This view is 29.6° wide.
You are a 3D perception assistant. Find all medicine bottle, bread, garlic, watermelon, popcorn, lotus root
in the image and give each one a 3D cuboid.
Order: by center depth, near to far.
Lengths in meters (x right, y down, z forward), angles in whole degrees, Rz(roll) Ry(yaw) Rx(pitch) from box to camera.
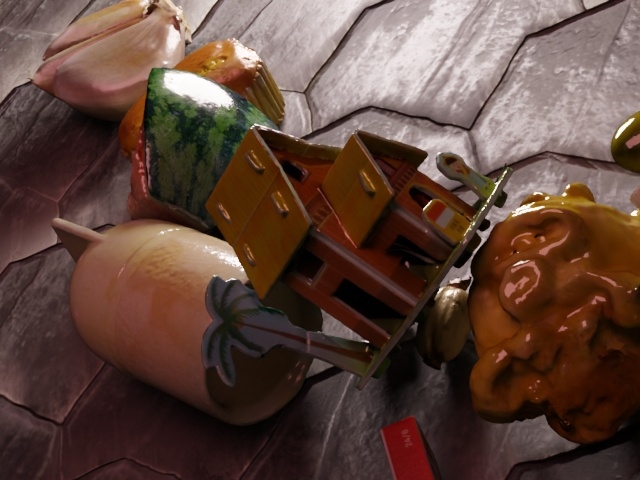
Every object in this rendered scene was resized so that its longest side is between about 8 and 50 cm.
[{"bbox_3d":[0.325,0.088,1.450,0.281,0.298,0.315,140,138,-66],"label":"popcorn"},{"bbox_3d":[0.171,0.112,1.660,0.073,0.062,0.150,6,56,27],"label":"lotus root"},{"bbox_3d":[-0.222,0.095,1.773,0.406,0.235,0.235,20,65,38],"label":"medicine bottle"},{"bbox_3d":[-0.176,-0.087,1.933,0.251,0.292,0.283,8,45,5],"label":"watermelon"},{"bbox_3d":[-0.208,-0.216,2.082,0.288,0.156,0.204,-41,43,-5],"label":"bread"},{"bbox_3d":[-0.377,-0.335,2.293,0.325,0.132,0.279,-36,44,-5],"label":"garlic"}]

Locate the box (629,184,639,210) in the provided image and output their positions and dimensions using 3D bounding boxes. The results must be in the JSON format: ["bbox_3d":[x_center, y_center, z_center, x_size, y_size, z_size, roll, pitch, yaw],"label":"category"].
[{"bbox_3d":[0.503,0.019,1.439,0.071,0.168,0.259,-53,56,20],"label":"box"}]

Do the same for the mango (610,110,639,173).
[{"bbox_3d":[0.538,-0.140,1.606,0.289,0.129,0.146,4,58,19],"label":"mango"}]

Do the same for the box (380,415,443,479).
[{"bbox_3d":[0.134,0.336,1.453,0.050,0.123,0.229,-22,45,6],"label":"box"}]

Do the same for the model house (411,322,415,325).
[{"bbox_3d":[0.093,0.092,1.725,0.058,0.057,0.083,-42,43,-1],"label":"model house"}]

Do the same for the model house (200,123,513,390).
[{"bbox_3d":[0.000,0.000,1.493,0.324,0.300,0.340,35,39,5],"label":"model house"}]
